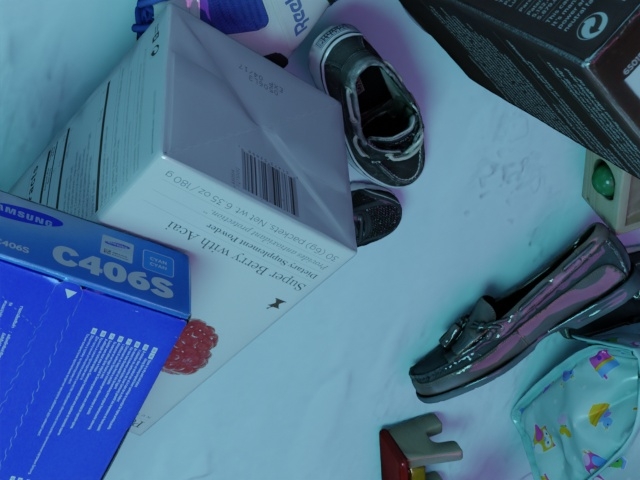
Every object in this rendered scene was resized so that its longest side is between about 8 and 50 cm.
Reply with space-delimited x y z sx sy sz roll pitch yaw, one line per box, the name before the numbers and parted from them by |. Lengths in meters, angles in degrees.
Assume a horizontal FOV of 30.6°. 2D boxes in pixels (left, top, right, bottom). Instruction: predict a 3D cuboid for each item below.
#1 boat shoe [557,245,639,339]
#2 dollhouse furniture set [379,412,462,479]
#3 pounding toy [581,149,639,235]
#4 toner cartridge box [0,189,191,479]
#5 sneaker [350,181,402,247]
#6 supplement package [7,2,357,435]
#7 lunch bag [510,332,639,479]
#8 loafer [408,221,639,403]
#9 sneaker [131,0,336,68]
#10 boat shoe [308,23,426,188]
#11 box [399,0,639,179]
boat shoe | 0.366 0.054 1.301 0.233 0.079 0.084 -20 122 -11
dollhouse furniture set | 0.106 0.410 1.289 0.152 0.201 0.374 -14 119 -16
pounding toy | 0.320 -0.092 1.212 0.141 0.100 0.130 -17 134 -12
toner cartridge box | -0.236 0.134 0.853 0.165 0.075 0.348 20 121 -20
sneaker | 0.000 0.000 1.121 0.178 0.077 0.072 -17 120 -16
supplement package | -0.133 -0.004 0.941 0.177 0.175 0.293 26 129 -30
lunch bag | 0.367 0.177 1.271 0.223 0.160 0.262 -1 144 -22
loafer | 0.202 0.073 1.231 0.267 0.096 0.084 -30 106 6
sneaker | -0.116 -0.224 0.936 0.315 0.127 0.182 27 99 -32
boat shoe | 0.055 -0.104 1.068 0.078 0.070 0.219 -42 143 -2
box | 0.200 -0.180 0.940 0.143 0.381 0.191 -49 123 2
